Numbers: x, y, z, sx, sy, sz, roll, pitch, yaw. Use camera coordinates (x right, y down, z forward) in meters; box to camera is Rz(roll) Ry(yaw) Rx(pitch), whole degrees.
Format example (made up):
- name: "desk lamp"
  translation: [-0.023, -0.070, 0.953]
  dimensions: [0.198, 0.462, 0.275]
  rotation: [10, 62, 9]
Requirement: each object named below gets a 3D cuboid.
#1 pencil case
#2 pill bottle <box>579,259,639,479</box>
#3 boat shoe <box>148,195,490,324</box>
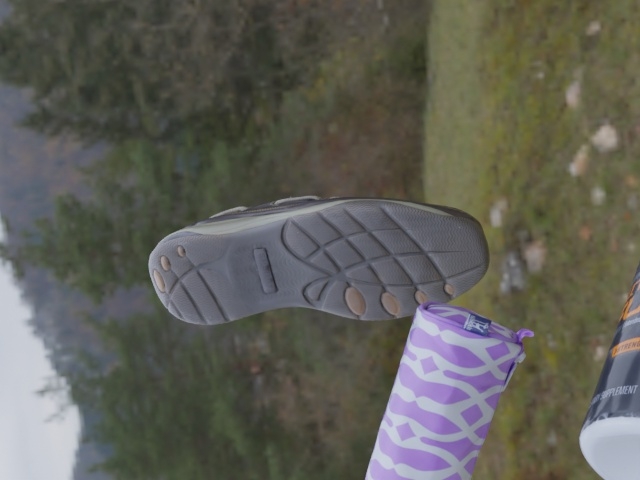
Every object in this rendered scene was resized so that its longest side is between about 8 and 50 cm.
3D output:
- name: "pencil case"
  translation: [0.087, 0.145, 0.996]
  dimensions: [0.086, 0.088, 0.206]
  rotation: [-97, 25, -80]
- name: "pill bottle"
  translation: [0.287, 0.067, 0.997]
  dimensions: [0.130, 0.130, 0.245]
  rotation: [93, -160, -58]
- name: "boat shoe"
  translation: [0.000, 0.000, 1.397]
  dimensions: [0.130, 0.355, 0.132]
  rotation: [-63, -33, -60]
